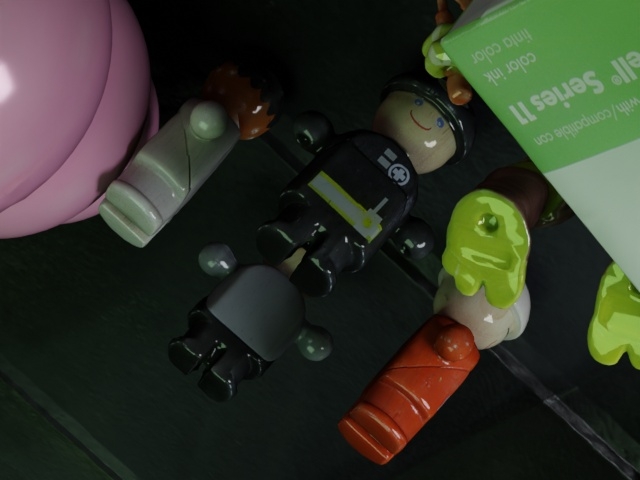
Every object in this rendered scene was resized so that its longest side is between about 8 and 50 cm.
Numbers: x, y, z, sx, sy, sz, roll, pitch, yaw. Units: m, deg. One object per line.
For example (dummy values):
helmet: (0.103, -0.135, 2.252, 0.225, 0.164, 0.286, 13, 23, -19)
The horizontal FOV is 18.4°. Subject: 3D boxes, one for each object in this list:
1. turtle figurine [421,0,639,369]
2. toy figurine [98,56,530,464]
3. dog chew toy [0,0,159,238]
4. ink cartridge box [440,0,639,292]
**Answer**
turtle figurine: (0.154, -0.028, 0.922, 0.269, 0.217, 0.087, 35, 126, 1)
toy figurine: (0.000, 0.000, 1.136, 0.209, 0.148, 0.213, 14, 141, 41)
dog chew toy: (-0.190, -0.094, 1.111, 0.207, 0.206, 0.332, 26, 178, 18)
ink cartridge box: (0.235, -0.022, 0.823, 0.353, 0.207, 0.119, 50, 141, -14)
